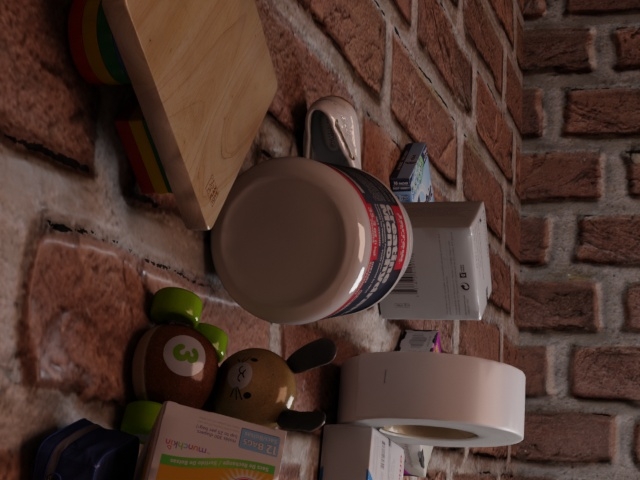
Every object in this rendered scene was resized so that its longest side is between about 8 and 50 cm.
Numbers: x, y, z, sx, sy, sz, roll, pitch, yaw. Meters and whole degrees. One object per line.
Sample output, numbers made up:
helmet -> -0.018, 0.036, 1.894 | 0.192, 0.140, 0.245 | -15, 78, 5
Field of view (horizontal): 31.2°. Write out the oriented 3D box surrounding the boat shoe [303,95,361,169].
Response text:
boat shoe -> 0.019, -0.062, 1.616 | 0.096, 0.098, 0.277 | -33, 111, -68

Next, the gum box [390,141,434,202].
gum box -> 0.179, -0.070, 2.170 | 0.157, 0.041, 0.184 | -60, 144, -56

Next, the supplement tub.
supplement tub -> 0.000, 0.000, 1.392 | 0.272, 0.191, 0.191 | -1, 90, -71

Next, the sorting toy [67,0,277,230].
sorting toy -> -0.145, -0.186, 1.125 | 0.257, 0.089, 0.255 | -70, 152, -46

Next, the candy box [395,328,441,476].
candy box -> 0.170, 0.291, 2.076 | 0.233, 0.071, 0.159 | -63, 148, -55

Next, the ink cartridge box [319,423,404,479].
ink cartridge box -> 0.063, 0.365, 1.736 | 0.191, 0.082, 0.139 | 50, 43, -64

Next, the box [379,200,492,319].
box -> 0.193, 0.034, 1.984 | 0.119, 0.182, 0.181 | -55, 140, -59

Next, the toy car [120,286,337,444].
toy car -> -0.080, 0.143, 1.145 | 0.149, 0.188, 0.155 | 63, 32, -53

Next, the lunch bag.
lunch bag -> -0.204, 0.195, 0.970 | 0.098, 0.065, 0.067 | -17, 120, -72

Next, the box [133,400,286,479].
box -> -0.113, 0.235, 1.026 | 0.203, 0.114, 0.103 | 120, -17, -58

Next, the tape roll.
tape roll -> 0.166, 0.245, 1.738 | 0.286, 0.286, 0.100 | 45, 48, -65
